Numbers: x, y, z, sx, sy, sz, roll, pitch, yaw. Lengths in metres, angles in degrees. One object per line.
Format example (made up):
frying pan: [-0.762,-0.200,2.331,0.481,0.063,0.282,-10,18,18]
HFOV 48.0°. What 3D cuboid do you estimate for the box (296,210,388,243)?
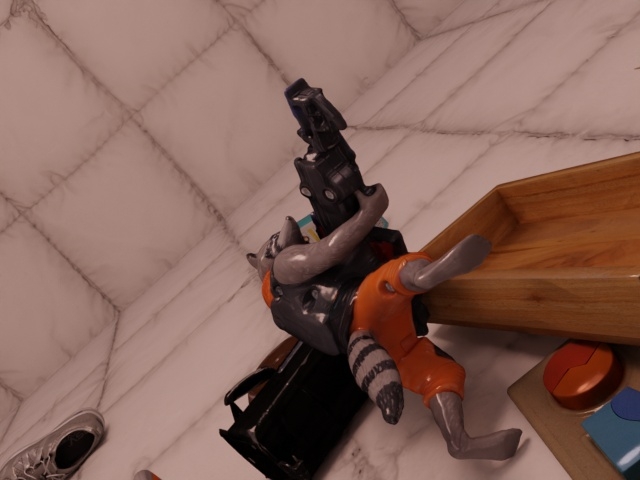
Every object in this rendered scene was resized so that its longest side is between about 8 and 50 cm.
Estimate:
box: [0.000,0.000,1.346,0.244,0.100,0.060,-31,18,34]

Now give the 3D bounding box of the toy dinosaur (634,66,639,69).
toy dinosaur: [0.513,-0.276,0.964,0.183,0.053,0.092,-39,-2,-20]

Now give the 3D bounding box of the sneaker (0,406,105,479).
sneaker: [-0.565,0.458,1.471,0.281,0.105,0.115,-45,15,-15]

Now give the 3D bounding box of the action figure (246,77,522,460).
action figure: [0.021,0.032,0.688,0.178,0.341,0.330,-37,27,-20]

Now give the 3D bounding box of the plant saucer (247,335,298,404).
plant saucer: [-0.051,0.191,1.082,0.168,0.029,0.168,-38,14,12]

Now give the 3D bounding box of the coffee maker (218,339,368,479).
coffee maker: [-0.007,0.193,0.839,0.171,0.120,0.178,11,53,46]

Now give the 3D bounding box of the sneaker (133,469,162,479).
sneaker: [-0.225,0.393,0.819,0.180,0.124,0.321,-49,5,-11]

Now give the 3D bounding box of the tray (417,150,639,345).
tray: [0.239,0.004,0.703,0.203,0.076,0.411,-39,8,-17]

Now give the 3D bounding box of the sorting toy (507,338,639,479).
sorting toy: [0.294,0.065,0.542,0.307,0.041,0.229,-40,15,6]
